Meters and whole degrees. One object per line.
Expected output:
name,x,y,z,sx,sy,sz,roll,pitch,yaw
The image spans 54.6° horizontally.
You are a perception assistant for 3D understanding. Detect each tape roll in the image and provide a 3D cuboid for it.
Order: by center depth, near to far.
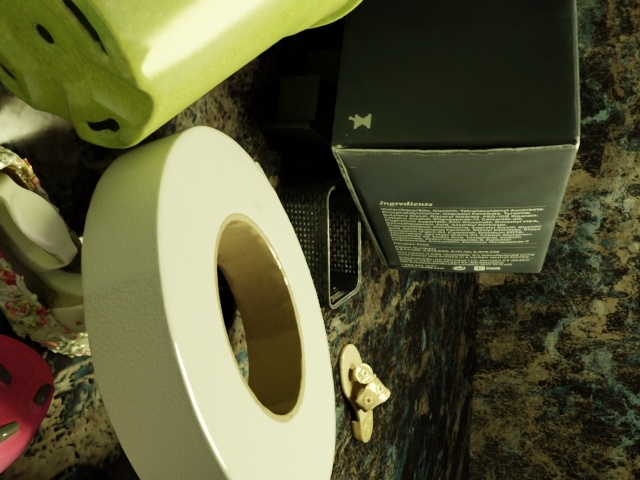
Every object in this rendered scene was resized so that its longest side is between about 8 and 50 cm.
tape roll,-0.083,0.079,0.612,0.392,0.072,0.391,-17,90,-76

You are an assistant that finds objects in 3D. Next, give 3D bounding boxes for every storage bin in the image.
storage bin,0.000,0.000,0.929,0.122,0.085,0.180,-26,117,-61

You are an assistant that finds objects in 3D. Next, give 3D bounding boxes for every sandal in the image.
sandal,0.098,0.299,1.200,0.088,0.079,0.239,-52,140,-50

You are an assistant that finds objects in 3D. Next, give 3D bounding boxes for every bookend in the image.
bookend,-0.006,-0.212,0.889,0.157,0.073,0.156,16,79,-64

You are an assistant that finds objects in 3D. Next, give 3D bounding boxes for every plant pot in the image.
plant pot,-0.124,-0.215,0.459,0.253,0.276,0.276,-55,143,-28

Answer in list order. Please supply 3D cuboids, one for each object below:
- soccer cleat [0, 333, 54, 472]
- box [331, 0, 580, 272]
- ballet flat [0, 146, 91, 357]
soccer cleat,-0.287,0.159,0.340,0.143,0.116,0.331,-49,-178,20
box,0.221,-0.243,0.982,0.471,0.298,0.479,53,41,-65
ballet flat,-0.213,0.021,0.483,0.240,0.077,0.091,67,36,-47
